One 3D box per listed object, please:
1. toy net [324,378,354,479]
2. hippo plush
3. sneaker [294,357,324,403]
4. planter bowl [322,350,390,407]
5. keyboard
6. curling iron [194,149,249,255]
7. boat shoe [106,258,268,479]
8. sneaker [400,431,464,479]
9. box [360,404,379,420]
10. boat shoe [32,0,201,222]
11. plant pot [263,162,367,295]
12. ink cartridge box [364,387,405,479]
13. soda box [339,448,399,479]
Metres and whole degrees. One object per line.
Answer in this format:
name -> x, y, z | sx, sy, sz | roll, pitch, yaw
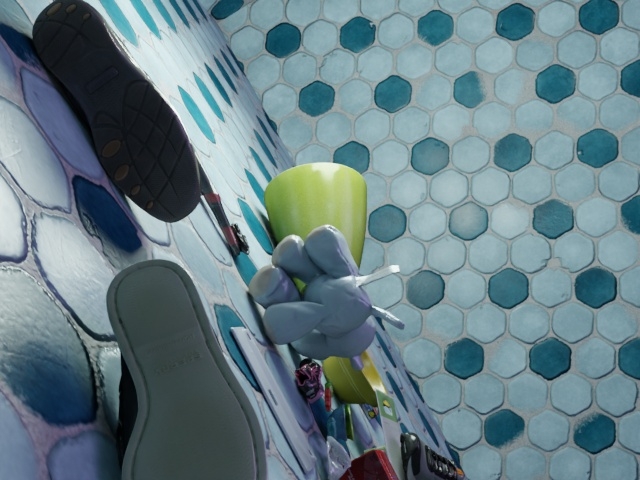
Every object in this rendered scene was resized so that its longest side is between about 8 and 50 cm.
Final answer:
toy net -> 0.033, 0.336, 1.418 | 0.232, 0.045, 0.122 | -88, 172, -74
hippo plush -> 0.025, 0.119, 1.589 | 0.236, 0.295, 0.234 | 64, 21, -60
sneaker -> -0.027, 0.254, 1.535 | 0.057, 0.047, 0.119 | 44, 11, -24
planter bowl -> 0.065, 0.296, 1.814 | 0.217, 0.090, 0.217 | 60, 6, -11
keyboard -> -0.076, 0.252, 1.300 | 0.256, 0.014, 0.072 | 61, 12, 9
curling iron -> -0.216, -0.087, 1.606 | 0.274, 0.035, 0.068 | 60, 2, -2
boat shoe -> -0.128, 0.178, 0.760 | 0.113, 0.127, 0.340 | 89, -22, -51
sneaker -> 0.234, 0.474, 1.690 | 0.271, 0.108, 0.100 | 59, 21, -44
box -> 0.117, 0.396, 2.049 | 0.093, 0.027, 0.137 | 62, 6, 5
boat shoe -> -0.276, -0.192, 1.190 | 0.355, 0.132, 0.130 | 61, 7, -3
plant pot -> 0.000, 0.000, 2.070 | 0.275, 0.275, 0.293 | 51, 28, -54
ink cartridge box -> 0.135, 0.436, 1.676 | 0.171, 0.056, 0.235 | 45, 29, -65
soda box -> 0.128, 0.502, 1.416 | 0.263, 0.084, 0.092 | 62, 7, 21
